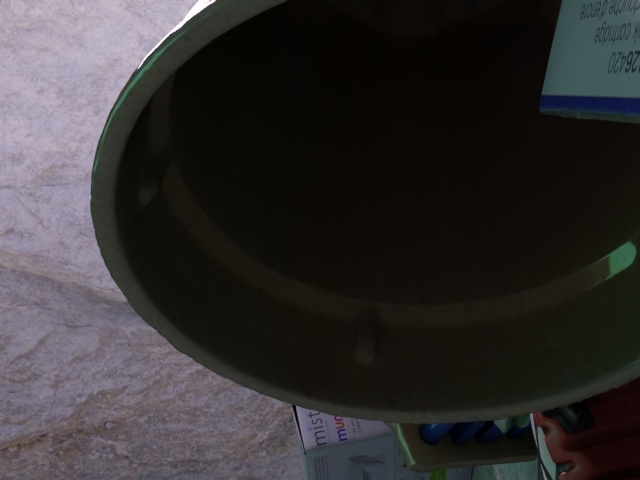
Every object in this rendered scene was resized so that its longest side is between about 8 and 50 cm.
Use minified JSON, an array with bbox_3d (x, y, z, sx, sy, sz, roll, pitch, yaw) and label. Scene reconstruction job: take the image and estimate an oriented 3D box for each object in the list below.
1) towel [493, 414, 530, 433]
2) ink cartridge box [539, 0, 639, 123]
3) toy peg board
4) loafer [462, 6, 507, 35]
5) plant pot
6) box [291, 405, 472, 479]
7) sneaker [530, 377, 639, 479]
[{"bbox_3d":[0.127,-0.007,0.976,0.248,0.038,0.325,67,-172,-71],"label":"towel"},{"bbox_3d":[0.146,-0.173,0.244,0.303,0.072,0.307,-130,45,-79],"label":"ink cartridge box"},{"bbox_3d":[0.139,0.129,1.085,0.079,0.161,0.161,-55,45,40],"label":"toy peg board"},{"bbox_3d":[0.140,-0.138,0.830,0.076,0.078,0.223,80,178,-57],"label":"loafer"},{"bbox_3d":[0.061,-0.115,0.636,0.334,0.333,0.305,85,-175,-49],"label":"plant pot"},{"bbox_3d":[0.085,0.284,1.534,0.262,0.231,0.127,84,174,-51],"label":"box"},{"bbox_3d":[0.183,0.136,0.739,0.135,0.097,0.276,98,161,-69],"label":"sneaker"}]
